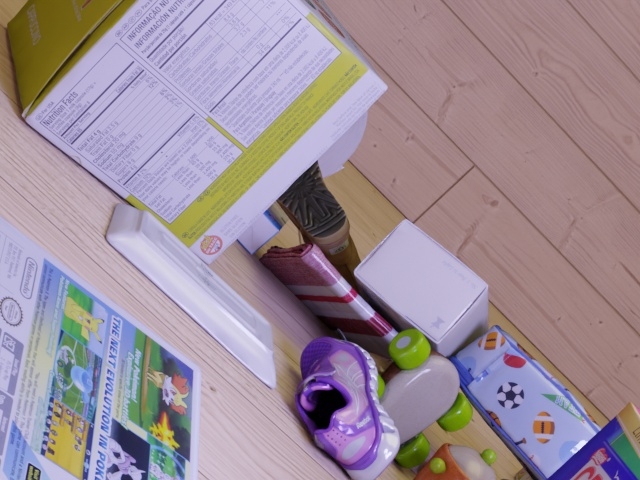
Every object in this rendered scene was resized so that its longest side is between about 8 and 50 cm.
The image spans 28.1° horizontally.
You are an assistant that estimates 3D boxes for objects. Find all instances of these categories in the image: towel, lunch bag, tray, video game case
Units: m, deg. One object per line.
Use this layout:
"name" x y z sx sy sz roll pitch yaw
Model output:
"towel" 0.063 0.124 1.854 0.329 0.037 0.237 45 -13 -12
"lunch bag" 0.308 0.267 1.776 0.303 0.115 0.243 52 -2 21
"tray" -0.143 0.057 1.532 0.270 0.030 0.145 44 9 -15
"video game case" -0.196 0.123 0.833 0.300 0.036 0.329 41 25 -29

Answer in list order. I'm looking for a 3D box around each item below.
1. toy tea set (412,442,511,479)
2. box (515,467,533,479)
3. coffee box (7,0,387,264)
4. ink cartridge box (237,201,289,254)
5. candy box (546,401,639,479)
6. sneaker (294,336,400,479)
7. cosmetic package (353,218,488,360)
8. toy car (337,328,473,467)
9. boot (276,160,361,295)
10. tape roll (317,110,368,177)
"toy tea set" 0.226 0.341 1.675 0.200 0.124 0.336 48 10 9
"box" 0.400 0.426 2.128 0.114 0.103 0.203 46 10 0
"coffee box" -0.177 -0.249 1.699 0.334 0.338 0.338 39 12 -32
"ink cartridge box" -0.108 -0.047 1.993 0.104 0.060 0.180 47 10 -3
"candy box" 0.248 0.341 1.210 0.122 0.317 0.268 45 10 -10
"sneaker" 0.013 0.183 1.531 0.104 0.095 0.236 32 17 -29
"cosmetic package" 0.152 0.108 1.849 0.160 0.113 0.309 41 -12 19
"toy car" 0.088 0.185 1.725 0.155 0.149 0.188 55 -7 -30
"boot" 0.000 0.000 1.983 0.270 0.089 0.236 68 -4 -52
"tape roll" -0.057 -0.247 2.353 0.286 0.286 0.100 43 10 -20
